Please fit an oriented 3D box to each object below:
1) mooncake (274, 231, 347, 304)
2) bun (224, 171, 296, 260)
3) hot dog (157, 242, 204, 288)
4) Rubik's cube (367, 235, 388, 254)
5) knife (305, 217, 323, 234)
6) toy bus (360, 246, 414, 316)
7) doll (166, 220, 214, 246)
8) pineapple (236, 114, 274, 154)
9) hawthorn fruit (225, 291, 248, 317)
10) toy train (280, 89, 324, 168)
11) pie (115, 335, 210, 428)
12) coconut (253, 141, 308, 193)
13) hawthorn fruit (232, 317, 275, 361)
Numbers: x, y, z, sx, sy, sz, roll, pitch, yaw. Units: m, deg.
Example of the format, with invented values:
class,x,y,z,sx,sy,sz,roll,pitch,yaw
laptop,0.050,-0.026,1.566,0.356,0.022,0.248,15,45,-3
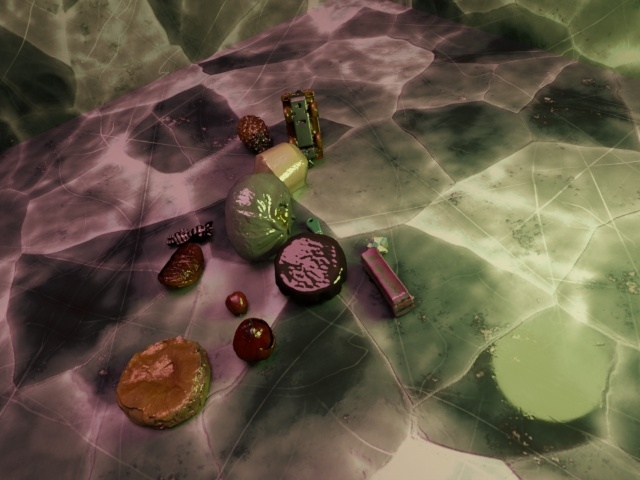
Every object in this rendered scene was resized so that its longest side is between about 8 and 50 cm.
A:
class,x,y,z,sx,sy,sz,roll,pitch,yaw
mooncake,-0.037,0.111,1.858,0.283,0.141,0.283,-2,55,3
bun,-0.227,-0.094,1.959,0.211,0.362,0.362,6,49,22
hot dog,-0.563,0.108,2.002,0.161,0.099,0.227,9,48,20
Rubik's cube,0.229,0.024,1.926,0.073,0.084,0.075,10,66,26
knife,-0.002,0.000,2.034,0.063,0.034,0.260,-24,50,-5
toy bus,0.237,0.141,1.795,0.090,0.112,0.274,-29,48,-5
doll,-0.560,-0.021,2.149,0.219,0.067,0.091,-15,49,5
pineapple,-0.304,-0.493,2.483,0.169,0.169,0.340,-24,50,-10
hawthorn fruit,-0.309,0.241,1.844,0.081,0.081,0.093,-29,77,-16
toy train,-0.081,-0.531,2.366,0.163,0.369,0.231,-10,19,0
pie,-0.526,0.470,1.662,0.340,0.083,0.339,-7,48,8
coconut,-0.190,-0.305,2.227,0.244,0.239,0.239,-36,50,-22
hawthorn fruit,-0.226,0.328,1.672,0.148,0.172,0.148,-2,24,1
